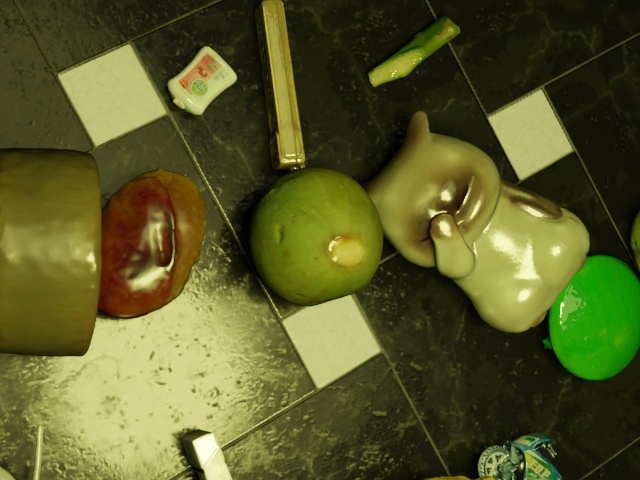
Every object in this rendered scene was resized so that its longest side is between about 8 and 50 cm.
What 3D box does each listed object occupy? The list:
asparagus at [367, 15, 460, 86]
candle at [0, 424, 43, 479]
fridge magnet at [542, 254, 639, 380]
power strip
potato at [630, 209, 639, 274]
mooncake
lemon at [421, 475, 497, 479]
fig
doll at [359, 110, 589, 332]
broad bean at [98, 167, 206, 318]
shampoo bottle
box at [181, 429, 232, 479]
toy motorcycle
[{"bbox_3d":[0.153,-0.307,1.743,0.178,0.041,0.045,-39,88,-17],"label":"asparagus"},{"bbox_3d":[-0.523,0.357,1.349,0.343,0.221,0.221,-1,84,-19],"label":"candle"},{"bbox_3d":[0.454,0.127,1.756,0.208,0.088,0.207,-1,93,-29],"label":"fridge magnet"},{"bbox_3d":[-0.064,-0.234,1.650,0.044,0.064,0.305,-7,86,-17],"label":"power strip"},{"bbox_3d":[0.612,0.048,1.782,0.149,0.186,0.253,-27,104,20],"label":"potato"},{"bbox_3d":[-0.377,0.015,1.401,0.156,0.284,0.284,0,84,-18],"label":"mooncake"},{"bbox_3d":[0.193,0.497,1.552,0.268,0.268,0.321,26,76,-14],"label":"lemon"},{"bbox_3d":[-0.008,0.005,1.560,0.207,0.230,0.207,0,122,0],"label":"fig"},{"bbox_3d":[0.250,-0.013,1.653,0.370,0.226,0.215,31,110,-17],"label":"doll"},{"bbox_3d":[-0.251,0.007,1.532,0.156,0.122,0.228,21,74,-3],"label":"broad bean"},{"bbox_3d":[-0.185,-0.239,1.621,0.072,0.043,0.099,46,72,-8],"label":"shampoo bottle"},{"bbox_3d":[-0.152,0.352,1.543,0.040,0.084,0.154,-22,91,-17],"label":"box"},{"bbox_3d":[0.353,0.397,1.705,0.254,0.092,0.135,48,63,-17],"label":"toy motorcycle"}]
